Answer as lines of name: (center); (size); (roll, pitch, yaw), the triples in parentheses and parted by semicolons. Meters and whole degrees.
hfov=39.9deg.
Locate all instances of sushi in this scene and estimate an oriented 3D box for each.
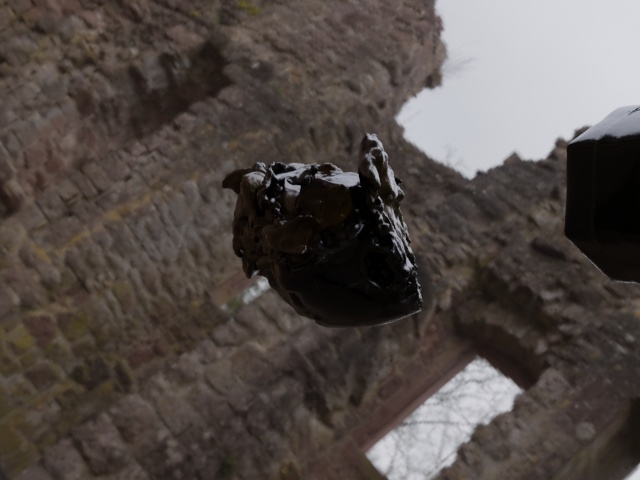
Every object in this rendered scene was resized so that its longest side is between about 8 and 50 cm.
sushi: (-0.002, -0.006, 0.980); (0.213, 0.204, 0.200); (-88, 162, -62)

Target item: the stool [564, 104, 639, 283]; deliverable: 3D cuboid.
stool: (0.414, -0.059, 1.092); (0.141, 0.232, 0.232); (5, -52, 54)
